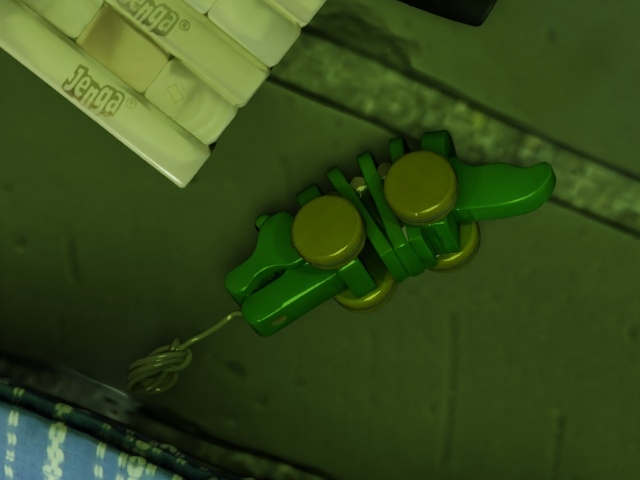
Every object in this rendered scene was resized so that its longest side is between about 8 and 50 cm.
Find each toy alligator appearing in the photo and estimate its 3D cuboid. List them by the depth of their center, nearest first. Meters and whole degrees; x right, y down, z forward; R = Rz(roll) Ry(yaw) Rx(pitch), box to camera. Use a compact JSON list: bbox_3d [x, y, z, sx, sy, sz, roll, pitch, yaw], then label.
[{"bbox_3d":[0.000,0.000,0.703,0.189,0.056,0.051,-26,60,6],"label":"toy alligator"}]

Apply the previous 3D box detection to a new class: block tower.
[{"bbox_3d":[0.021,-0.183,0.604,0.097,0.091,0.335,38,98,-6],"label":"block tower"}]

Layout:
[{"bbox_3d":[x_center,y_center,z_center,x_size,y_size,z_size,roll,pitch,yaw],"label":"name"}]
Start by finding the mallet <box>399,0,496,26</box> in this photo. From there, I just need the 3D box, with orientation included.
[{"bbox_3d":[0.078,-0.173,0.674,0.062,0.039,0.190,29,96,-6],"label":"mallet"}]

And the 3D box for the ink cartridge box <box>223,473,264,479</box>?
[{"bbox_3d":[-0.005,0.263,0.718,0.226,0.131,0.306,9,103,-3],"label":"ink cartridge box"}]

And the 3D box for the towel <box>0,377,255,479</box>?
[{"bbox_3d":[-0.180,0.148,0.650,0.336,0.040,0.243,16,105,30],"label":"towel"}]
